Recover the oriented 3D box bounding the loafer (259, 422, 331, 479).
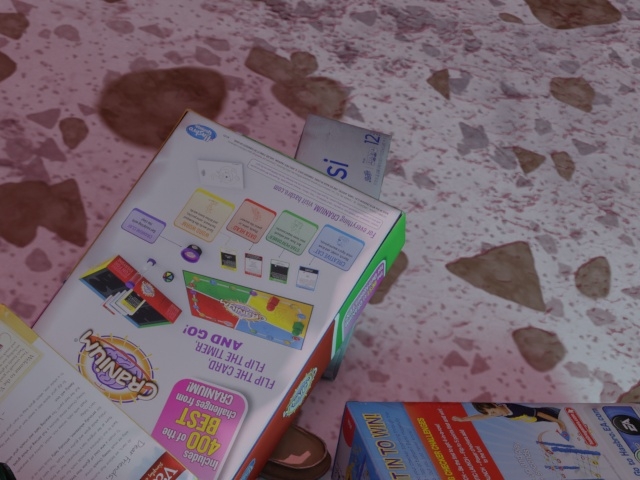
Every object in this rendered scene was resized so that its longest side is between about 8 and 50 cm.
[{"bbox_3d":[-0.059,0.177,1.420,0.148,0.050,0.056,19,46,2],"label":"loafer"}]

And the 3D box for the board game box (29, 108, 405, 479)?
[{"bbox_3d":[-0.102,0.058,1.414,0.242,0.064,0.316,27,67,17],"label":"board game box"}]

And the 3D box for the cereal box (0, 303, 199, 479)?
[{"bbox_3d":[-0.240,0.191,1.299,0.240,0.047,0.173,39,78,19],"label":"cereal box"}]

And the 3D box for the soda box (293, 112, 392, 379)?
[{"bbox_3d":[0.000,0.000,1.584,0.098,0.091,0.286,15,44,-2],"label":"soda box"}]

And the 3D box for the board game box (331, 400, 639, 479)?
[{"bbox_3d":[0.194,0.255,1.334,0.302,0.086,0.308,2,27,-16],"label":"board game box"}]

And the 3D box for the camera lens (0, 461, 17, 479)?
[{"bbox_3d":[-0.346,0.261,1.115,0.274,0.219,0.219,-12,51,-22],"label":"camera lens"}]
